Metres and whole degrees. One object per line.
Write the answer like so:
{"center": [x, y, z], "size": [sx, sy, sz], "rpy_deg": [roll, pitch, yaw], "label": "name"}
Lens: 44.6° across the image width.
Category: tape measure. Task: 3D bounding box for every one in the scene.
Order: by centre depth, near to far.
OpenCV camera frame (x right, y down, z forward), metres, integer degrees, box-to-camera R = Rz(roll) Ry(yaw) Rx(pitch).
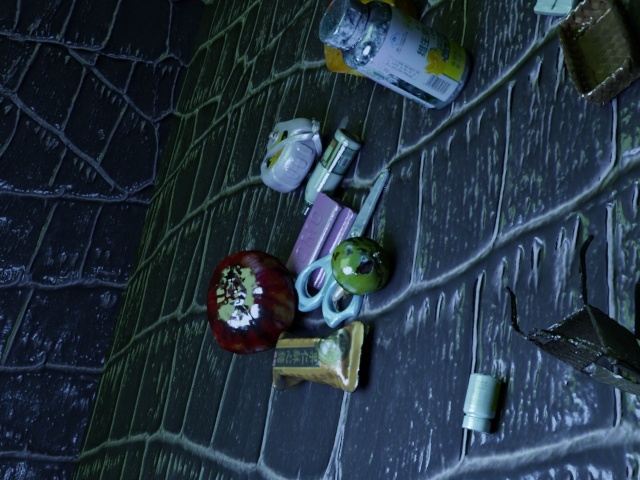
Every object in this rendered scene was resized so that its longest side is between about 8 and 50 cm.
{"center": [-0.079, -0.220, 2.016], "size": [0.197, 0.120, 0.236], "rpy_deg": [-66, 21, -8], "label": "tape measure"}

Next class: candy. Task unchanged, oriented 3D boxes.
{"center": [-0.001, 0.235, 1.572], "size": [0.271, 0.101, 0.143], "rpy_deg": [-13, 65, 52], "label": "candy"}

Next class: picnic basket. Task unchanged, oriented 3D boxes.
{"center": [0.430, -0.296, 1.194], "size": [0.110, 0.055, 0.193], "rpy_deg": [-44, 36, 42], "label": "picnic basket"}

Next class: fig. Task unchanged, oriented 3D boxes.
{"center": [-0.154, 0.149, 1.744], "size": [0.263, 0.224, 0.223], "rpy_deg": [103, 167, -49], "label": "fig"}

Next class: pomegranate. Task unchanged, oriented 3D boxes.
{"center": [0.070, 0.063, 1.543], "size": [0.161, 0.122, 0.122], "rpy_deg": [-57, 28, 39], "label": "pomegranate"}

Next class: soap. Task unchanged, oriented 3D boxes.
{"center": [0.000, 0.000, 1.772], "size": [0.203, 0.066, 0.122], "rpy_deg": [-66, 27, 7], "label": "soap"}

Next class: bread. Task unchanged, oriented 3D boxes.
{"center": [0.116, -0.495, 1.833], "size": [0.268, 0.146, 0.268], "rpy_deg": [-36, 43, 42], "label": "bread"}

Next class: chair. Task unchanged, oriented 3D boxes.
{"center": [0.335, 0.120, 0.959], "size": [0.149, 0.174, 0.213], "rpy_deg": [-45, 24, 33], "label": "chair"}

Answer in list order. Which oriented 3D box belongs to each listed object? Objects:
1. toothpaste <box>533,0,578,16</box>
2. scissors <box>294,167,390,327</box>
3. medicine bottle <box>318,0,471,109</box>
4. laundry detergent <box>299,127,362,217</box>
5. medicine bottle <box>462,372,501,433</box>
{"center": [0.470, -0.564, 1.309], "size": [0.391, 0.061, 0.099], "rpy_deg": [-66, 29, 9], "label": "toothpaste"}
{"center": [0.069, 0.006, 1.659], "size": [0.191, 0.029, 0.360], "rpy_deg": [22, 82, 45], "label": "scissors"}
{"center": [0.143, -0.371, 1.519], "size": [0.141, 0.293, 0.141], "rpy_deg": [-42, 37, 43], "label": "medicine bottle"}
{"center": [0.017, -0.152, 1.841], "size": [0.225, 0.070, 0.099], "rpy_deg": [-61, 13, 18], "label": "laundry detergent"}
{"center": [0.240, 0.243, 1.166], "size": [0.047, 0.047, 0.083], "rpy_deg": [-10, 63, 60], "label": "medicine bottle"}
